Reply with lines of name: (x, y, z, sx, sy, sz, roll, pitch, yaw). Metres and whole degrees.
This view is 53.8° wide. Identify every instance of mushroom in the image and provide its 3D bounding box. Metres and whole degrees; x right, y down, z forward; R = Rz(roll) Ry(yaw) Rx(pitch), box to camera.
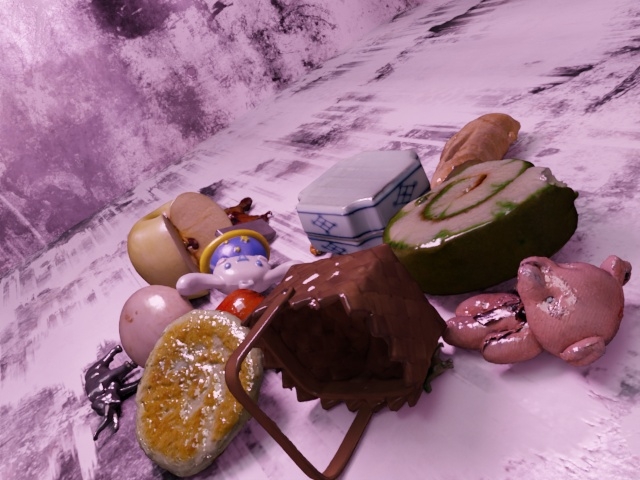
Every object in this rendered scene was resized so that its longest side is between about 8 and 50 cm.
mushroom: (-0.368, 0.205, 1.504, 0.204, 0.204, 0.204, -25, 25, 12)

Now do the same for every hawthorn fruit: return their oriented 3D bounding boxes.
hawthorn fruit: (-0.164, 0.197, 1.324, 0.194, 0.157, 0.157, -54, 25, 2)

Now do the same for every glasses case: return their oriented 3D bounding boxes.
glasses case: (-0.209, -0.016, 1.773, 0.190, 0.072, 0.042, -18, -30, -53)

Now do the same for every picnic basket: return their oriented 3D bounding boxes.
picnic basket: (0.014, 0.181, 1.002, 0.291, 0.254, 0.321, -16, 27, 46)

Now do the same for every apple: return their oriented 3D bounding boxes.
apple: (-0.394, 0.027, 1.754, 0.233, 0.258, 0.295, -16, 24, 30)

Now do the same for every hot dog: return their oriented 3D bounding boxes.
hot dog: (0.000, 0.000, 1.638, 0.049, 0.037, 0.122, -33, 22, 29)

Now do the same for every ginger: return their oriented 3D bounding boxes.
ginger: (0.355, -0.193, 1.501, 0.190, 0.126, 0.354, -2, 34, 37)

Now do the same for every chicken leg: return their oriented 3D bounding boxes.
chicken leg: (-0.251, -0.066, 2.004, 0.177, 0.083, 0.322, -28, 25, -16)

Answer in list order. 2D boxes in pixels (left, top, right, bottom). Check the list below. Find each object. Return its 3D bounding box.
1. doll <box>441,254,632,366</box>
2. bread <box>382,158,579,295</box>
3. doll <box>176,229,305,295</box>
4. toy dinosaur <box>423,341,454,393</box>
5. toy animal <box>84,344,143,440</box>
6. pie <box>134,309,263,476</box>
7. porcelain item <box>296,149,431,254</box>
doll: (0.306, 0.096, 0.976, 0.303, 0.156, 0.201, -10, 32, 46)
bread: (0.304, -0.044, 1.205, 0.382, 0.129, 0.366, -14, 22, 44)
doll: (-0.227, 0.086, 1.565, 0.311, 0.160, 0.242, -12, 41, -33)
toy dinosaur: (0.188, 0.202, 1.054, 0.060, 0.029, 0.120, -40, 18, 21)
toy animal: (-0.476, 0.342, 1.459, 0.137, 0.082, 0.269, -37, 29, -7)
pie: (-0.226, 0.276, 1.181, 0.323, 0.070, 0.323, -17, 56, 27)
porcelain item: (0.108, -0.090, 1.524, 0.286, 0.157, 0.281, 7, 41, 47)
